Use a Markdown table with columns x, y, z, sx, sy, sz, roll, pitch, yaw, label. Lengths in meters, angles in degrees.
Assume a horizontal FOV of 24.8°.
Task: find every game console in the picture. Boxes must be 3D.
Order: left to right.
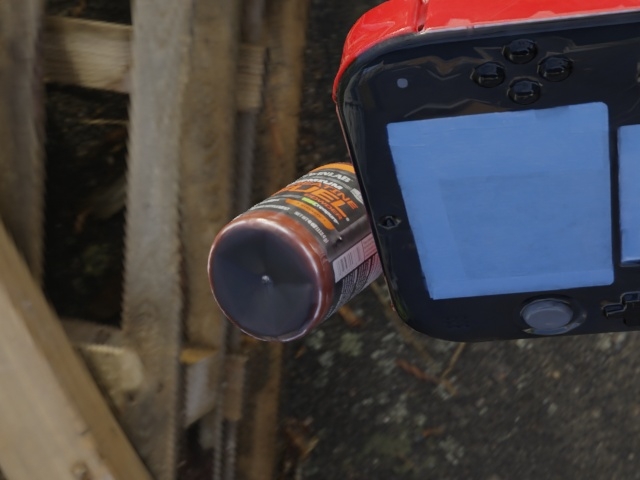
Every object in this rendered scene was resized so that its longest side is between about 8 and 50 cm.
| x | y | z | sx | sy | sz | roll | pitch | yaw | label |
| --- | --- | --- | --- | --- | --- | --- | --- | --- | --- |
| 0.201 | -0.039 | 1.031 | 0.342 | 0.386 | 0.060 | -1 | 58 | 12 | game console |

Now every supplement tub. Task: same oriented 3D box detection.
| x | y | z | sx | sy | sz | roll | pitch | yaw | label |
| --- | --- | --- | --- | --- | --- | --- | --- | --- | --- |
| 0.000 | 0.000 | 1.170 | 0.106 | 0.198 | 0.106 | 10 | 114 | 25 | supplement tub |
